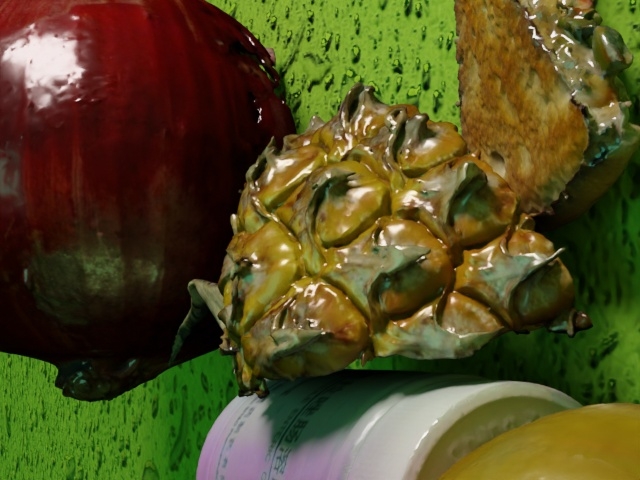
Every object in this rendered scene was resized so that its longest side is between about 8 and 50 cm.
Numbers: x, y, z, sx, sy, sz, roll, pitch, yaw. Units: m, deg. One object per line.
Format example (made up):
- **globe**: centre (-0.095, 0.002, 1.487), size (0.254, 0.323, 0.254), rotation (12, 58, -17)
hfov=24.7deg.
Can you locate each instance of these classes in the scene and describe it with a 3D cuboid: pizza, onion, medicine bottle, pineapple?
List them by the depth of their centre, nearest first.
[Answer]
- **pizza**: centre (0.111, -0.103, 0.778), size (0.185, 0.052, 0.195), rotation (148, 111, -68)
- **medicine bottle**: centre (0.043, 0.149, 0.828), size (0.254, 0.152, 0.152), rotation (-9, 84, 64)
- **pineapple**: centre (-0.005, 0.002, 0.849), size (0.334, 0.158, 0.161), rotation (-174, 65, -73)
- **onion**: centre (-0.177, -0.051, 1.084), size (0.341, 0.341, 0.341), rotation (12, 103, 62)

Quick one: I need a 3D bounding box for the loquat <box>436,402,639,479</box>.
- **loquat**: centre (0.127, 0.184, 0.606), size (0.244, 0.244, 0.243), rotation (12, 103, 62)
